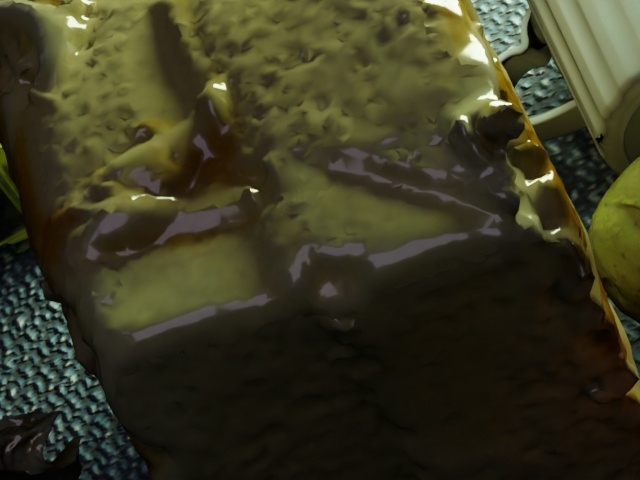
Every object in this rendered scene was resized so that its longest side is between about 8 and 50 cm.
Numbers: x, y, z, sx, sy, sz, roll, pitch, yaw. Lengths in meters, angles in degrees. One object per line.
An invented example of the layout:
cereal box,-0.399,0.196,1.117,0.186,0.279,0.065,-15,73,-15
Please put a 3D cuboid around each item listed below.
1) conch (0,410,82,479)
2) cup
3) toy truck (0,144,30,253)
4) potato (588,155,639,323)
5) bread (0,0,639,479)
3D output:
conch,-0.282,0.202,1.100,0.291,0.210,0.159,-12,53,23
cup,0.221,-0.139,1.176,0.167,0.221,0.202,-1,52,-18
toy truck,-0.289,-0.110,1.381,0.157,0.124,0.272,-33,49,-1
potato,0.285,-0.018,1.034,0.248,0.143,0.169,-17,15,-3
bread,0.000,0.000,1.012,0.279,0.371,0.390,-30,51,3
